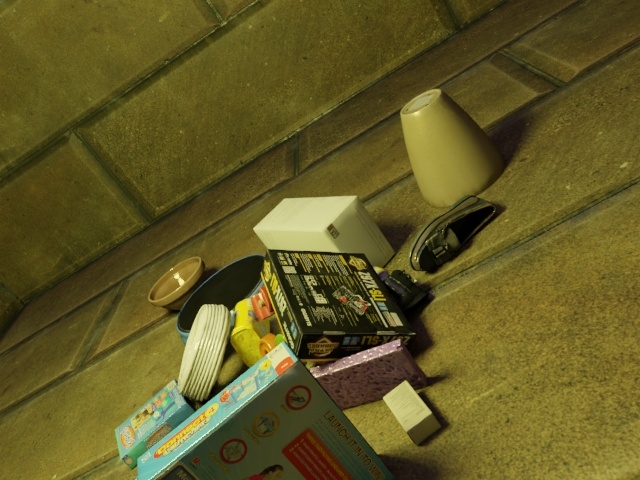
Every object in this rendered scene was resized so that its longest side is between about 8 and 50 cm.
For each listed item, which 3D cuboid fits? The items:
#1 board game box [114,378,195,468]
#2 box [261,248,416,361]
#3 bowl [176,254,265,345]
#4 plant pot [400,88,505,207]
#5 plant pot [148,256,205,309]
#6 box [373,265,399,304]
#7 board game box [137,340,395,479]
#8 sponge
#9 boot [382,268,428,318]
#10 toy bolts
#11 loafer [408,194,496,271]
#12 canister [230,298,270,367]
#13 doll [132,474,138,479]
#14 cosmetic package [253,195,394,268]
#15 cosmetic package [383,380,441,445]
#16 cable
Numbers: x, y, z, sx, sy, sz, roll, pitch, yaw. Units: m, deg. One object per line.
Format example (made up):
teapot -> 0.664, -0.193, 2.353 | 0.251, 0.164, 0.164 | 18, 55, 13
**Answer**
board game box -> -0.444, 0.484, 1.601 | 0.210, 0.047, 0.160 | -40, 24, -11
box -> 0.027, 0.134, 1.331 | 0.322, 0.257, 0.079 | -120, 40, -54
bowl -> -0.295, 0.189, 1.925 | 0.391, 0.077, 0.391 | -29, 24, 14
plant pot -> 0.346, -0.279, 1.703 | 0.256, 0.274, 0.256 | -30, 23, 14
plant pot -> -0.499, 0.175, 2.185 | 0.237, 0.109, 0.237 | -30, 25, 15
box -> 0.155, 0.125, 1.484 | 0.105, 0.043, 0.179 | -43, 26, -16
board game box -> -0.081, 0.378, 0.988 | 0.302, 0.308, 0.086 | -38, 22, -7
sponge -> 0.094, 0.271, 1.190 | 0.210, 0.117, 0.031 | -24, 31, 25
boot -> 0.178, 0.127, 1.387 | 0.121, 0.045, 0.099 | -38, 60, -19
toy bolts -> -0.060, 0.202, 1.468 | 0.158, 0.228, 0.218 | -18, -10, -28
loafer -> 0.325, -0.021, 1.474 | 0.267, 0.096, 0.084 | -43, 30, -21
canister -> -0.184, 0.245, 1.609 | 0.073, 0.126, 0.170 | -29, 22, 7
doll -> -0.435, 0.597, 1.376 | 0.189, 0.046, 0.129 | -12, 31, 42
cosmetic package -> 0.000, 0.000, 1.717 | 0.156, 0.217, 0.385 | -47, 27, -25
cosmetic package -> 0.167, 0.316, 1.105 | 0.060, 0.041, 0.115 | -35, 23, -1
cable -> -0.307, 0.291, 1.590 | 0.257, 0.089, 0.257 | 129, 156, -57
